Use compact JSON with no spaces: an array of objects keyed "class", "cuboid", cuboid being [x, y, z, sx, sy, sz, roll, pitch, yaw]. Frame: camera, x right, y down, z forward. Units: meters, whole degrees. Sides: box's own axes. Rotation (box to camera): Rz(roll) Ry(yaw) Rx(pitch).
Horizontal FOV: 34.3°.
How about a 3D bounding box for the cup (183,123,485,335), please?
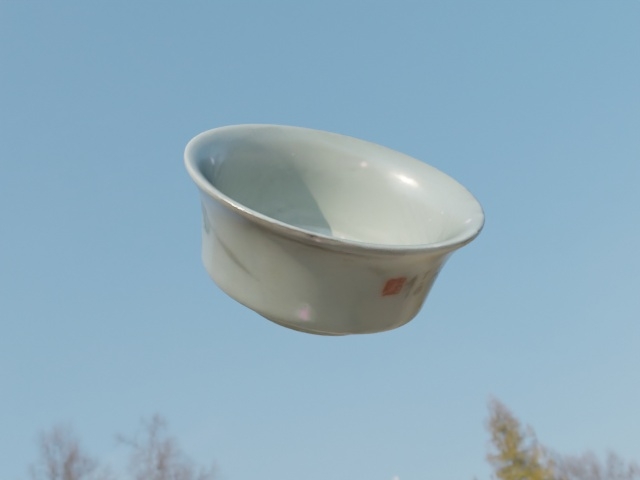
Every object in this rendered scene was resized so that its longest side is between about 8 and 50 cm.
[{"class":"cup","cuboid":[0.000,0.000,1.200,0.347,0.347,0.163,2,-64,-27]}]
